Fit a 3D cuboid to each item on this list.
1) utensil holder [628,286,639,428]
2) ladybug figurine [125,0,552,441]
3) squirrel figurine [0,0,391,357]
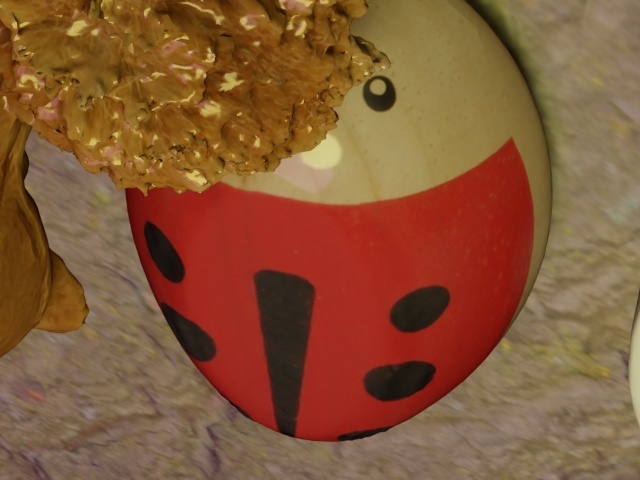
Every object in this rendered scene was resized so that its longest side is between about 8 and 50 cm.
[{"bbox_3d":[0.322,-0.071,0.626,0.328,0.385,0.327,12,140,10],"label":"utensil holder"},{"bbox_3d":[0.000,0.000,1.036,0.305,0.162,0.449,10,141,13],"label":"ladybug figurine"},{"bbox_3d":[-0.176,-0.110,0.776,0.397,0.281,0.370,-5,92,17],"label":"squirrel figurine"}]
